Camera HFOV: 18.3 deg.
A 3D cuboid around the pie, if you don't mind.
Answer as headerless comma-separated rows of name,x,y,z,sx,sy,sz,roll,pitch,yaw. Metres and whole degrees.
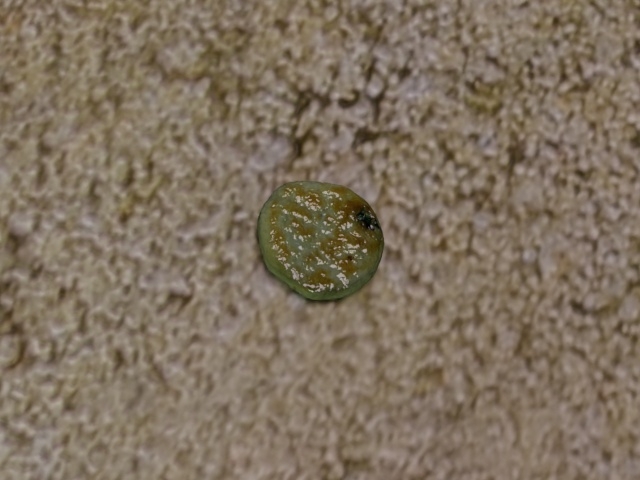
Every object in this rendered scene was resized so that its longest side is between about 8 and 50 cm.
pie,0.000,0.000,1.220,0.085,0.017,0.085,5,59,-8
